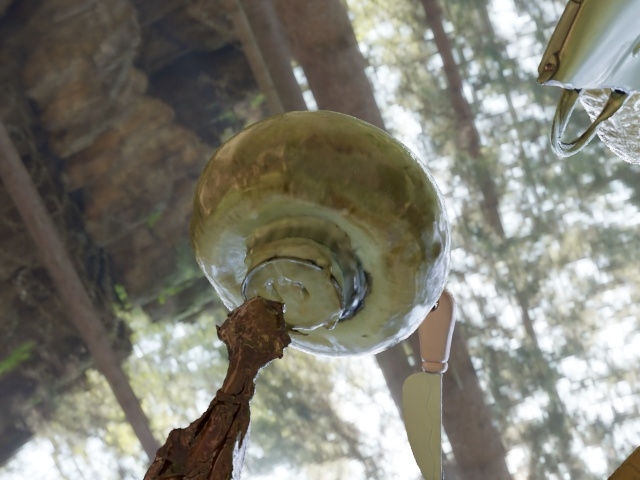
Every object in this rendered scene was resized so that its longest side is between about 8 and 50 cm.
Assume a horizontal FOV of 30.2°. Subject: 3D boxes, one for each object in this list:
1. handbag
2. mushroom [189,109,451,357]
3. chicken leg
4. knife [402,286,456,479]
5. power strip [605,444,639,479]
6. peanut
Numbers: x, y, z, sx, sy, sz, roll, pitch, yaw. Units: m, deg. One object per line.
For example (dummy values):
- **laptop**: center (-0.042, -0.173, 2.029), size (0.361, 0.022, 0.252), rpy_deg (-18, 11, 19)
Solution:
- **handbag**: center (0.311, -0.212, 1.121), size (0.241, 0.315, 0.109), rpy_deg (-2, -152, -48)
- **mushroom**: center (0.000, 0.000, 1.513), size (0.352, 0.352, 0.260), rpy_deg (-12, -146, 21)
- **chicken leg**: center (-0.096, 0.190, 1.139), size (0.113, 0.093, 0.304), rpy_deg (6, -122, 31)
- **knife**: center (0.171, 0.238, 1.924), size (0.081, 0.335, 0.043), rpy_deg (6, -173, 21)
- **power strip**: center (0.275, 0.323, 1.232), size (0.305, 0.044, 0.064), rpy_deg (-42, -137, -13)
- **peanut**: center (0.398, -0.190, 1.473), size (0.152, 0.313, 0.152), rpy_deg (-17, -128, 22)
